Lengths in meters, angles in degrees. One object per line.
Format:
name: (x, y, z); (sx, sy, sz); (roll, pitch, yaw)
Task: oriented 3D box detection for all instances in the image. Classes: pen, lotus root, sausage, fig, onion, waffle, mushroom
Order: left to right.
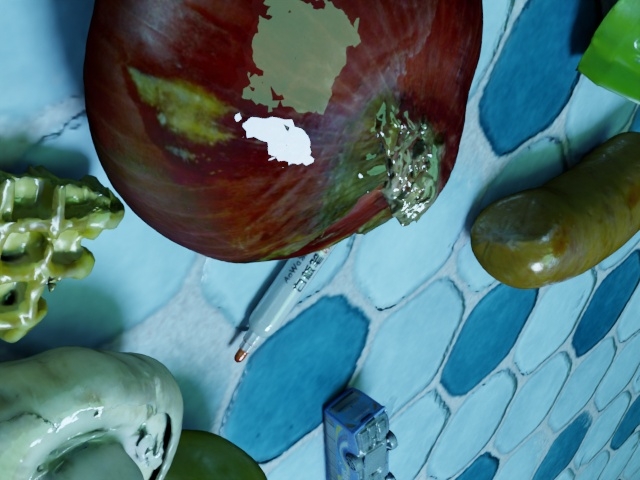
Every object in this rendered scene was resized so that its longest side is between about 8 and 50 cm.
waffle: (-0.186, -0.003, 0.411); (0.160, 0.046, 0.192); (-46, 146, -9)
mushroom: (-0.142, 0.127, 0.516); (0.154, 0.122, 0.154); (-27, 131, -36)
fig: (-0.100, 0.197, 0.641); (0.136, 0.121, 0.153); (-35, 166, -35)
onion: (-0.006, -0.094, 0.470); (0.248, 0.161, 0.248); (-38, 134, -53)
pen: (0.000, 0.000, 0.666); (0.218, 0.026, 0.026); (-55, 147, 1)
sausage: (0.249, -0.025, 0.893); (0.270, 0.109, 0.109); (-25, 137, -38)
lotus root: (0.343, -0.169, 0.775); (0.186, 0.186, 0.186); (-32, 141, -30)

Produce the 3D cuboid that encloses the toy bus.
toy bus: (0.037, 0.209, 0.867); (0.051, 0.061, 0.153); (-32, 139, -28)
